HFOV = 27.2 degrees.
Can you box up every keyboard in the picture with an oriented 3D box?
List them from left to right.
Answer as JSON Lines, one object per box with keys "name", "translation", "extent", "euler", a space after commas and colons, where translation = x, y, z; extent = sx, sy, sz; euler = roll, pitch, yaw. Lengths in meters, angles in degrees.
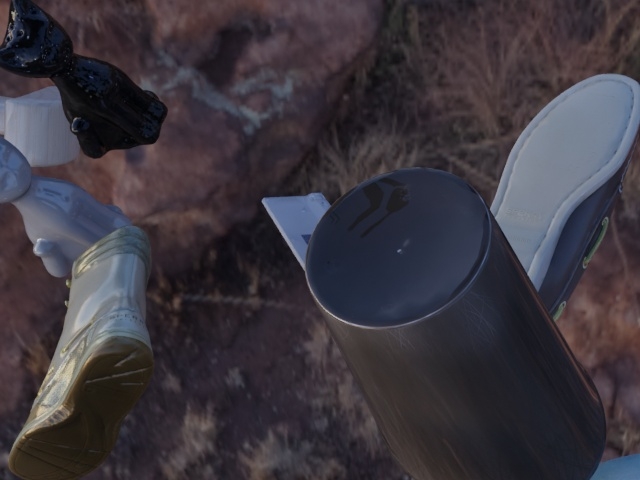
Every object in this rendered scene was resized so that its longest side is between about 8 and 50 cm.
{"name": "keyboard", "translation": [0.000, 0.000, 1.408], "extent": [0.072, 0.014, 0.256], "euler": [-8, 24, -13]}

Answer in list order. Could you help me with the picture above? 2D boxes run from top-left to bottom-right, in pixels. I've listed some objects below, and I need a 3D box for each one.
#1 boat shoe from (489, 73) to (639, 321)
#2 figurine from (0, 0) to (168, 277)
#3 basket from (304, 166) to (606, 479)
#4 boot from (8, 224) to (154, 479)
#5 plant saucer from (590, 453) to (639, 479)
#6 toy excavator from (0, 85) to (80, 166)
{"name": "boat shoe", "translation": [0.242, -0.026, 1.357], "extent": [0.116, 0.097, 0.324], "euler": [17, 66, 36]}
{"name": "figurine", "translation": [-0.258, -0.096, 1.263], "extent": [0.092, 0.209, 0.215], "euler": [3, 68, 29]}
{"name": "basket", "translation": [0.088, 0.067, 0.930], "extent": [0.154, 0.227, 0.204], "euler": [-45, 51, -12]}
{"name": "boot", "translation": [-0.210, 0.104, 1.182], "extent": [0.077, 0.213, 0.165], "euler": [21, 37, -24]}
{"name": "plant saucer", "translation": [0.240, 0.243, 1.043], "extent": [0.195, 0.195, 0.037], "euler": [-14, 44, -2]}
{"name": "toy excavator", "translation": [-0.569, -0.160, 1.563], "extent": [0.433, 0.222, 0.445], "euler": [16, 20, 34]}
